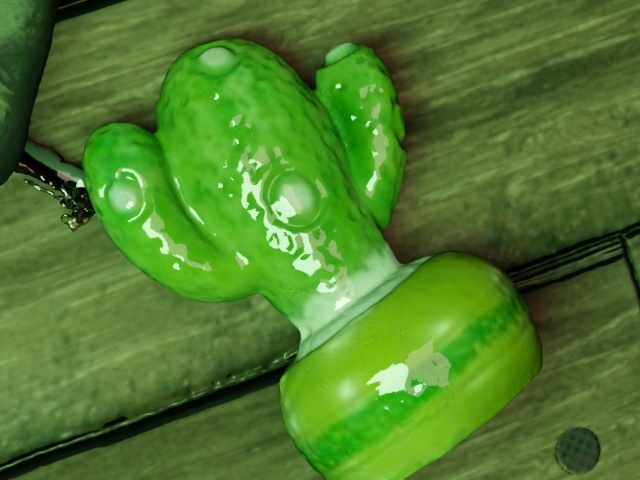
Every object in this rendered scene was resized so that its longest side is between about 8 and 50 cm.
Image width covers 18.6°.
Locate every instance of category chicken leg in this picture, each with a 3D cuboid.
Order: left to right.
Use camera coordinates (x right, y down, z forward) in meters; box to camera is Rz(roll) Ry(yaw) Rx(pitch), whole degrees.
[{"bbox_3d":[-0.238,-0.106,1.310,0.106,0.051,0.253,-36,103,-18],"label":"chicken leg"}]

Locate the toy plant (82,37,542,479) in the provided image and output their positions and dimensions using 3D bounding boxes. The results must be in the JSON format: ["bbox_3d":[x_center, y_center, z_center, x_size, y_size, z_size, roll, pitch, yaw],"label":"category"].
[{"bbox_3d":[0.000,0.000,1.324,0.224,0.184,0.316,-38,92,-12],"label":"toy plant"}]

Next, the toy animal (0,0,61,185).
[{"bbox_3d":[-0.205,-0.181,1.221,0.106,0.168,0.343,14,72,24],"label":"toy animal"}]
